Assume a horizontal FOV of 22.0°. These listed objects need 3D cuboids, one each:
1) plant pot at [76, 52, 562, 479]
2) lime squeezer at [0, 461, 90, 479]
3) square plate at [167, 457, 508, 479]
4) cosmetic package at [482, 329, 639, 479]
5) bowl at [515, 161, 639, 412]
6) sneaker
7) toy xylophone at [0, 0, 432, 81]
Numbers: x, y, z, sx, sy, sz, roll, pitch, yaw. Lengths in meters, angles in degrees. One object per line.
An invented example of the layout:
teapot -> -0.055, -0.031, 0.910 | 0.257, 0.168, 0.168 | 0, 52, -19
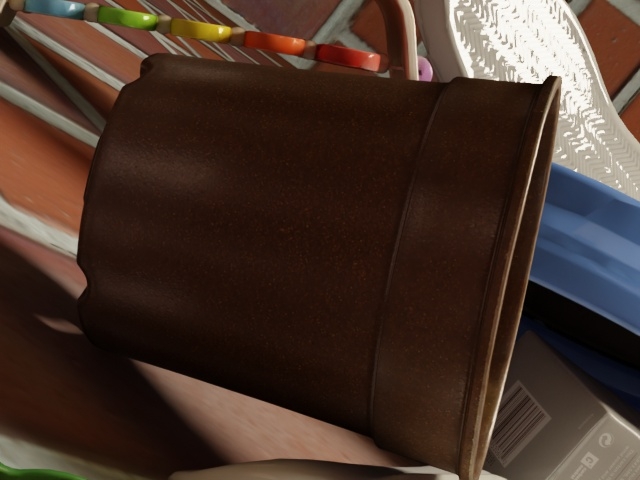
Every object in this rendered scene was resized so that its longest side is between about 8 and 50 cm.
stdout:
plant pot -> 0.000, 0.000, 0.664 | 0.165, 0.167, 0.167 | 12, 2, 11
lime squeezer -> -0.078, 0.075, 0.396 | 0.310, 0.059, 0.110 | 42, -23, 30
square plate -> 0.131, 0.199, 0.660 | 0.344, 0.049, 0.347 | 42, 7, 20
cosmetic package -> 0.193, 0.169, 0.968 | 0.238, 0.107, 0.127 | 40, 5, -22
bowl -> 0.158, 0.050, 1.069 | 0.391, 0.077, 0.391 | 28, -12, 6
sneaker -> 0.104, -0.077, 1.074 | 0.169, 0.108, 0.292 | 12, -30, 47
toy xylophone -> -0.074, -0.169, 1.191 | 0.323, 0.081, 0.236 | 10, 6, 3
